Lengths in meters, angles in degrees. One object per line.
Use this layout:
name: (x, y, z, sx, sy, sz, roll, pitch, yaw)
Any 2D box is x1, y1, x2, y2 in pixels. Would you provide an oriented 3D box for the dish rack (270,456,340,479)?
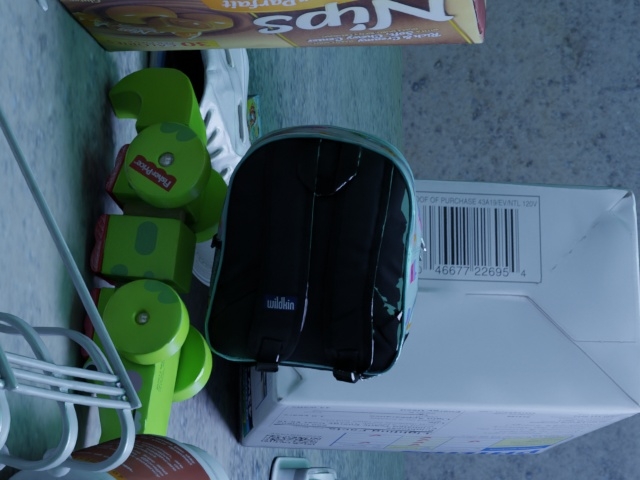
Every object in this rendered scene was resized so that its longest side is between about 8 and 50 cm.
dish rack: (-0.005, 0.437, 2.135, 0.285, 0.072, 0.332, 35, 53, -77)

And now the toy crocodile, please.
toy crocodile: (-0.139, 0.020, 1.362, 0.115, 0.105, 0.340, 63, 31, -69)

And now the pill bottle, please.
pill bottle: (-0.136, 0.197, 1.177, 0.216, 0.121, 0.121, -4, 92, -74)

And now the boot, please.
boot: (-0.114, -0.086, 1.566, 0.123, 0.095, 0.258, 19, 63, -71)

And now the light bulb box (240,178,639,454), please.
light bulb box: (0.105, 0.089, 1.752, 0.361, 0.358, 0.225, 123, -32, -75)

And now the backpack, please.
backpack: (0.000, 0.000, 1.357, 0.144, 0.166, 0.188, -60, 156, -71)

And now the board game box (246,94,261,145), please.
board game box: (-0.090, -0.098, 1.840, 0.154, 0.026, 0.103, -51, 139, -76)

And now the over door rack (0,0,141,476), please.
over door rack: (-0.209, -0.024, 0.960, 0.239, 0.108, 0.324, 41, 34, -77)

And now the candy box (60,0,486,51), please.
candy box: (-0.036, -0.212, 1.314, 0.183, 0.317, 0.087, 48, 42, -76)
